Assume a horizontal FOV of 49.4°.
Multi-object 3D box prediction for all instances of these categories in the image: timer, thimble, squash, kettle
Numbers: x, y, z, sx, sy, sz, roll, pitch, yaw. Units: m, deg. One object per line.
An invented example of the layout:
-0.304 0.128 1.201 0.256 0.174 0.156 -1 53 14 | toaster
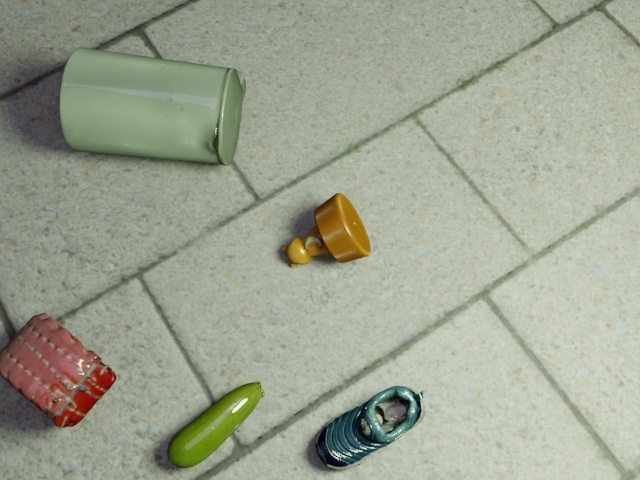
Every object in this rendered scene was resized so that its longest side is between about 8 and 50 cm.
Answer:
0.000 0.000 1.323 0.152 0.132 0.132 -26 67 16 | timer
-0.453 0.221 1.197 0.189 0.163 0.125 31 71 28 | thimble
-0.178 0.317 1.208 0.201 0.066 0.066 -38 71 -20 | squash
-0.324 -0.268 1.407 0.318 0.265 0.205 6 99 4 | kettle

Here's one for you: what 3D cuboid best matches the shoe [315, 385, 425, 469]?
0.085 0.311 1.183 0.207 0.106 0.091 -30 68 -5 | shoe
